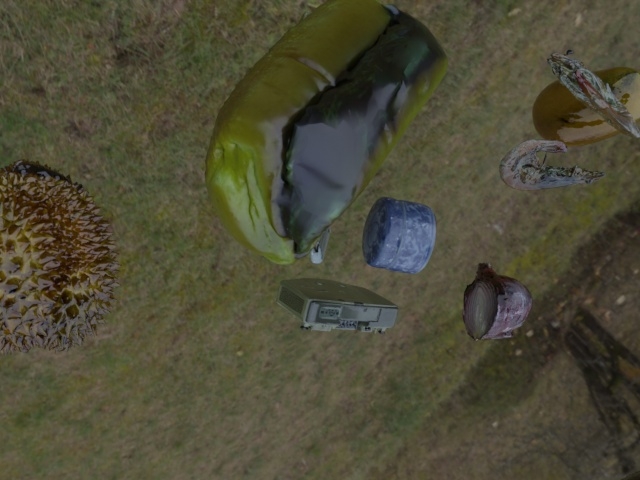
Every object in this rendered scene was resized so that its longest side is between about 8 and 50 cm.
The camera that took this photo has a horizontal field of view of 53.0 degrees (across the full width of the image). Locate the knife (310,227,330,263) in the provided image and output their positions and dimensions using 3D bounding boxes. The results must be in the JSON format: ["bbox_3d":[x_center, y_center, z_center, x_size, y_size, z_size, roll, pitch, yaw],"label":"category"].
[{"bbox_3d":[0.000,0.000,1.202,0.023,0.162,0.044,-6,109,8],"label":"knife"}]

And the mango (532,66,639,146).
[{"bbox_3d":[0.672,-0.334,1.588,0.211,0.317,0.172,12,79,-24],"label":"mango"}]

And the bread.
[{"bbox_3d":[0.001,-0.154,0.818,0.376,0.208,0.251,-59,-178,-35],"label":"bread"}]

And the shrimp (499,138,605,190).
[{"bbox_3d":[0.560,-0.178,1.547,0.251,0.052,0.143,-1,132,1],"label":"shrimp"}]

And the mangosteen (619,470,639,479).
[{"bbox_3d":[0.645,0.572,1.144,0.306,0.306,0.360,-50,158,16],"label":"mangosteen"}]

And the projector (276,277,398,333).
[{"bbox_3d":[0.032,0.157,1.557,0.270,0.194,0.088,8,101,-34],"label":"projector"}]

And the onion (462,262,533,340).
[{"bbox_3d":[0.349,0.120,1.244,0.098,0.151,0.206,3,171,-5],"label":"onion"}]

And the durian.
[{"bbox_3d":[-0.235,0.019,0.507,0.137,0.158,0.168,6,101,10],"label":"durian"}]

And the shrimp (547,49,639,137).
[{"bbox_3d":[0.387,-0.206,0.903,0.190,0.101,0.042,32,117,-22],"label":"shrimp"}]

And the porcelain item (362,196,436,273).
[{"bbox_3d":[0.153,-0.011,1.301,0.114,0.147,0.147,12,123,-14],"label":"porcelain item"}]
